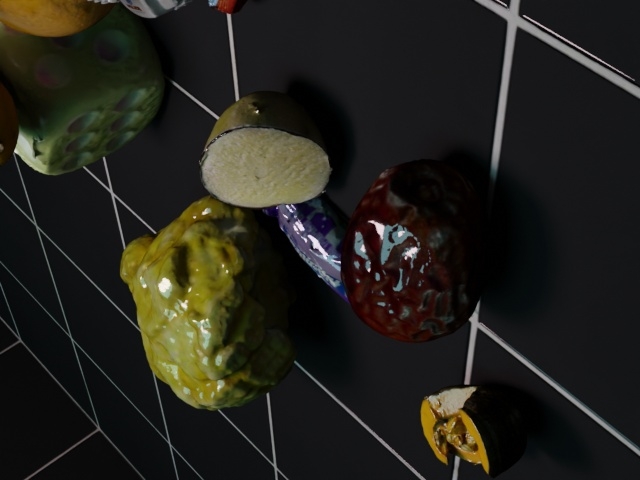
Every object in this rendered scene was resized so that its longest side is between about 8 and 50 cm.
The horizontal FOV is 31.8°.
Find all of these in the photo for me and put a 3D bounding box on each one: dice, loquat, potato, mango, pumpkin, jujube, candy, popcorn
[{"bbox_3d":[-0.428,-0.277,1.870,0.250,0.254,0.252,54,155,11],"label":"dice"},{"bbox_3d":[-0.403,-0.429,1.653,0.263,0.263,0.263,41,150,29],"label":"loquat"},{"bbox_3d":[-0.076,-0.139,1.568,0.202,0.182,0.117,111,163,-59],"label":"potato"},{"bbox_3d":[-0.549,-0.205,1.736,0.317,0.119,0.176,35,145,49],"label":"mango"},{"bbox_3d":[0.220,0.253,1.532,0.183,0.107,0.119,6,118,67],"label":"pumpkin"},{"bbox_3d":[0.114,0.022,1.368,0.183,0.183,0.243,43,152,25],"label":"jujube"},{"bbox_3d":[0.000,0.000,1.662,0.275,0.070,0.145,47,157,18],"label":"candy"},{"bbox_3d":[-0.194,0.116,1.875,0.293,0.292,0.334,26,-131,-69],"label":"popcorn"}]

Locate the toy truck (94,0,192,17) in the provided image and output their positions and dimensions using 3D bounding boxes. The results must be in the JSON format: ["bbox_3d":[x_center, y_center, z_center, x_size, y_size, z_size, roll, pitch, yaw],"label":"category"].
[{"bbox_3d":[-0.258,-0.402,1.516,0.161,0.177,0.213,22,138,48],"label":"toy truck"}]

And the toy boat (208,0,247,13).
[{"bbox_3d":[-0.110,-0.345,1.446,0.059,0.069,0.173,41,154,-2],"label":"toy boat"}]
